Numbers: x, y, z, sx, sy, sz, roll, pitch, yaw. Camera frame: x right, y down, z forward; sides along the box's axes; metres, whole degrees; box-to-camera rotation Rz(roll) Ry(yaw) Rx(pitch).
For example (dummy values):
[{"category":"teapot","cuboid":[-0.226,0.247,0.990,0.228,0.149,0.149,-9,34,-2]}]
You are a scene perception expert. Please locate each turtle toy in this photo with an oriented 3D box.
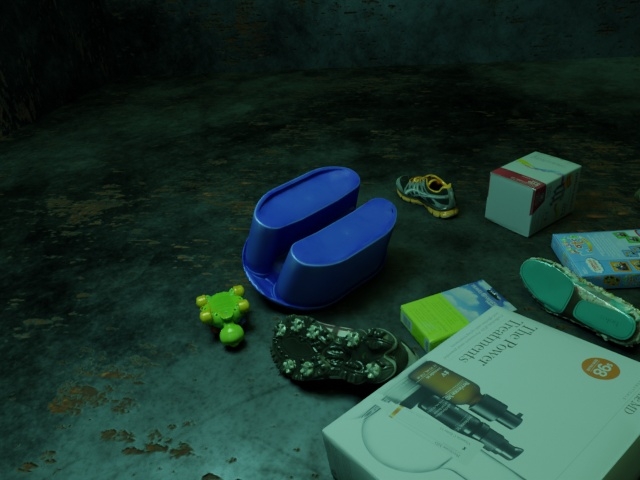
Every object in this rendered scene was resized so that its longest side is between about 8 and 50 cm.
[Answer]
[{"category":"turtle toy","cuboid":[-0.178,0.145,0.972,0.095,0.066,0.130,-15,33,-14]}]

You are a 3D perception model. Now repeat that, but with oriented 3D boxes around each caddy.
[{"category":"caddy","cuboid":[0.000,0.000,1.079,0.341,0.179,0.241,-30,63,-33]}]

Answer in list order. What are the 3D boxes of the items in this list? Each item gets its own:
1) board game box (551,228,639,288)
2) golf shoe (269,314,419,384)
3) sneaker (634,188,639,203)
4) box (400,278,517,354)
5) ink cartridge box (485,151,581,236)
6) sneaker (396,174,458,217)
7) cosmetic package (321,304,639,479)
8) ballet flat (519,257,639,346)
[{"category":"board game box","cuboid":[0.604,0.035,1.042,0.212,0.039,0.160,-2,32,5]},{"category":"golf shoe","cuboid":[0.030,0.190,0.855,0.273,0.105,0.120,2,-14,41]},{"category":"sneaker","cuboid":[0.777,-0.090,1.199,0.086,0.064,0.192,16,37,43]},{"category":"box","cuboid":[0.249,0.137,0.935,0.178,0.042,0.109,-16,34,-15]},{"category":"ink cartridge box","cuboid":[0.500,-0.113,1.212,0.176,0.128,0.127,-25,37,-27]},{"category":"sneaker","cuboid":[0.276,-0.134,1.328,0.084,0.083,0.215,-24,35,-24]},{"category":"cosmetic package","cuboid":[0.236,0.249,0.677,0.377,0.097,0.284,-27,31,-30]},{"category":"ballet flat","cuboid":[0.470,0.111,0.925,0.077,0.091,0.241,9,23,-39]}]
